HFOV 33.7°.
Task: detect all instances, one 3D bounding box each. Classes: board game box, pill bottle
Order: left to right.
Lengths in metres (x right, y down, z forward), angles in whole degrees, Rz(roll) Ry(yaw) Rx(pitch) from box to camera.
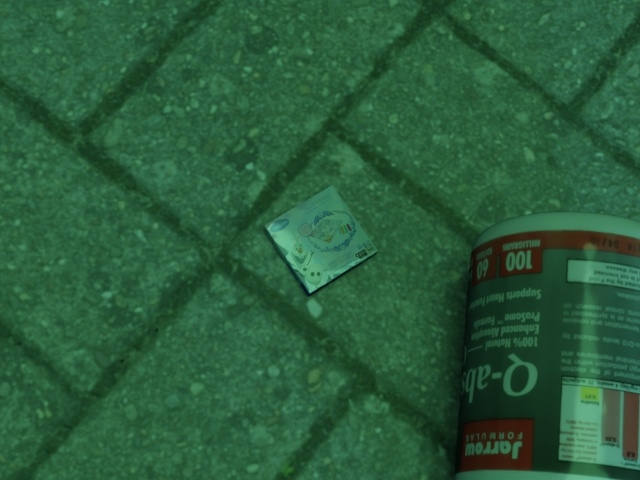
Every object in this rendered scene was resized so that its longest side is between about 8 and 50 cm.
[{"bbox_3d":[0.000,0.000,1.138,0.090,0.020,0.090,-31,80,-15],"label":"board game box"},{"bbox_3d":[0.238,0.172,1.016,0.210,0.210,0.362,8,72,-5],"label":"pill bottle"}]
